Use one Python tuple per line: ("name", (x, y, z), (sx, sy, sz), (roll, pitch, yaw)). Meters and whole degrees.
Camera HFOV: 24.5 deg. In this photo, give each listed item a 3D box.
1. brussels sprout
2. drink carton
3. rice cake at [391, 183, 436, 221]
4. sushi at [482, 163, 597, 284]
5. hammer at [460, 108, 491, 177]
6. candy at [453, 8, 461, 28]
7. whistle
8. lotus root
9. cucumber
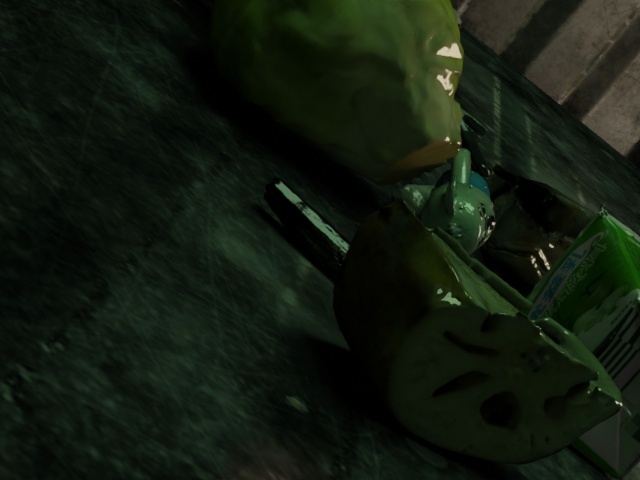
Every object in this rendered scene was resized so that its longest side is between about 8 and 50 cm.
("brussels sprout", (0.016, -0.207, 1.540), (0.317, 0.242, 0.274), (56, -5, 38))
("drink carton", (0.276, 0.090, 1.409), (0.108, 0.161, 0.271), (36, 16, -10))
("rice cake", (0.129, -0.044, 1.682), (0.047, 0.036, 0.206), (39, 16, 14))
("sushi", (0.239, -0.021, 1.784), (0.134, 0.109, 0.273), (28, 4, -23))
("hammer", (0.226, -0.149, 2.218), (0.103, 0.029, 0.246), (32, 18, -22))
("candy", (0.079, -0.293, 1.994), (0.195, 0.185, 0.137), (42, 20, 9))
("whistle", (0.151, -0.038, 1.575), (0.077, 0.114, 0.236), (2, 18, 8))
("lotus root", (0.111, 0.082, 1.109), (0.235, 0.138, 0.119), (30, 23, -32))
("cucumber", (-0.001, 0.001, 1.269), (0.135, 0.033, 0.034), (39, 48, 6))
